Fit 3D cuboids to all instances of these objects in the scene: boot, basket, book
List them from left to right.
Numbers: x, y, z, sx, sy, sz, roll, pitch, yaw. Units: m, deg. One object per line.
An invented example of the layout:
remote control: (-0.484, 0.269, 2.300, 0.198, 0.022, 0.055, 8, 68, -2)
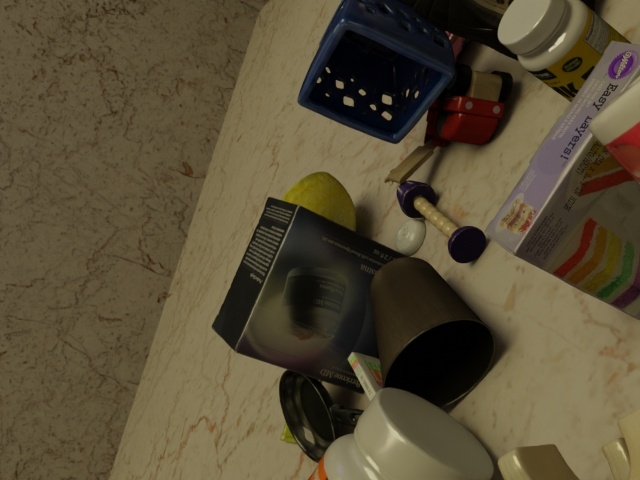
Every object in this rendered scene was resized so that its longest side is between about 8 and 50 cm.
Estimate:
book: (0.111, 0.259, 1.091, 0.035, 0.096, 0.144, -59, 26, 13)
basket: (0.168, 0.139, 1.035, 0.204, 0.154, 0.226, -53, 24, 22)
boot: (0.328, -0.494, 1.072, 0.284, 0.378, 0.138, -63, -5, -6)

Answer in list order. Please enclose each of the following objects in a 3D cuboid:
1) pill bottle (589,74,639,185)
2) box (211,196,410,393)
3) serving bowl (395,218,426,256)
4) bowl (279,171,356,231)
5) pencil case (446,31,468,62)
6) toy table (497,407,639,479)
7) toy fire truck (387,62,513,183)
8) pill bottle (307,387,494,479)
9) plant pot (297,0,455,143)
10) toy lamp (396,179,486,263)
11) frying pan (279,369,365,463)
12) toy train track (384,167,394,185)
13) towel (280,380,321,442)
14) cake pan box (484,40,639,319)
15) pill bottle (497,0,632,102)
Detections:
pill bottle: (0.405, -0.043, 0.523, 0.176, 0.318, 0.176, -40, -7, -6)
box: (-0.010, 0.110, 1.229, 0.183, 0.296, 0.293, 22, 88, 64)
serving bowl: (0.181, -0.010, 1.278, 0.083, 0.027, 0.083, -44, 31, 37)
bowl: (0.000, 0.000, 1.432, 0.156, 0.289, 0.289, 34, 101, 22)
pencil case: (0.308, -0.531, 1.353, 0.160, 0.167, 0.386, 43, 110, 30)
toy table: (0.294, 0.271, 0.594, 0.274, 0.252, 0.160, -40, 51, 27)
toy fire truck: (0.246, -0.225, 1.240, 0.217, 0.159, 0.246, -135, 51, -69)
pill bottle: (0.063, 0.426, 0.884, 0.392, 0.224, 0.224, -61, 25, 10)
plant pot: (0.113, -0.365, 1.204, 0.236, 0.236, 0.212, 130, 156, -54)
toy lamp: (0.220, -0.048, 1.184, 0.080, 0.080, 0.274, -58, 29, 15)
frying pan: (0.000, 0.311, 1.188, 0.197, 0.053, 0.326, 58, 144, 23)
toy train track: (0.174, -0.159, 1.442, 0.083, 0.014, 0.048, -33, 40, 48)
towel: (-0.035, 0.337, 1.395, 0.102, 0.021, 0.237, -23, 48, 56)
cake pan box: (0.361, -0.062, 0.720, 0.266, 0.246, 0.070, -58, 30, 11)
pill bottle: (0.377, -0.288, 0.931, 0.119, 0.209, 0.119, -45, 31, 38)
